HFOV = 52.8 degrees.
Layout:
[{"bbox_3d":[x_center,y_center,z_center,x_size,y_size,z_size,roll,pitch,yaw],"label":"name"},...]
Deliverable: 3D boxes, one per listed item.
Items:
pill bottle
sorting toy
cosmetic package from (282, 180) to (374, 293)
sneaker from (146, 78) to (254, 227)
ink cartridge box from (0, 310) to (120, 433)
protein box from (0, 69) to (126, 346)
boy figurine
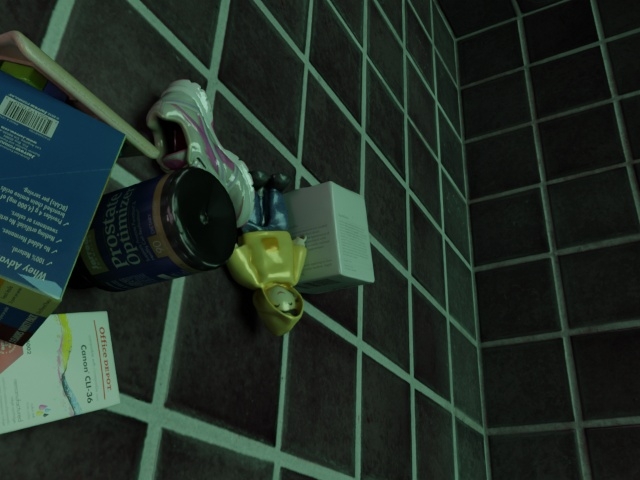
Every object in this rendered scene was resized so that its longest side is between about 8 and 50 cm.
[{"bbox_3d":[-0.220,-0.005,0.777,0.123,0.219,0.122,37,46,-51],"label":"pill bottle"},{"bbox_3d":[-0.307,-0.139,0.704,0.193,0.208,0.038,44,60,-47],"label":"sorting toy"},{"bbox_3d":[0.000,0.000,1.266,0.151,0.151,0.183,19,63,-59],"label":"cosmetic package"},{"bbox_3d":[-0.199,-0.120,1.017,0.252,0.103,0.111,61,34,-15],"label":"sneaker"},{"bbox_3d":[-0.299,0.142,0.726,0.198,0.067,0.115,3,74,-61],"label":"ink cartridge box"},{"bbox_3d":[-0.326,-0.041,0.611,0.200,0.136,0.201,27,51,-25],"label":"protein box"},{"bbox_3d":[-0.096,0.023,1.126,0.177,0.092,0.285,7,66,-36],"label":"boy figurine"}]
